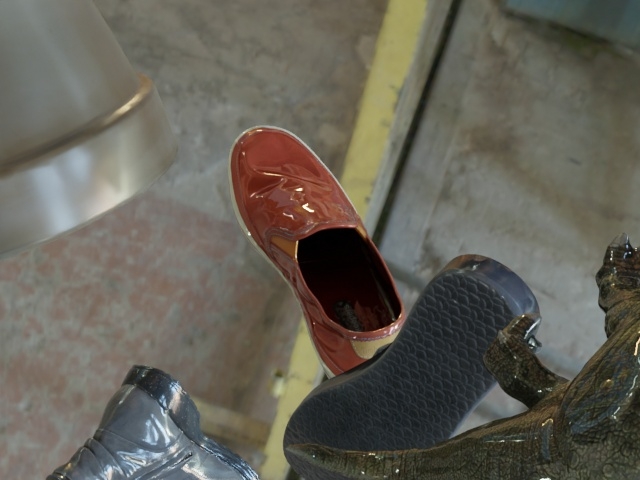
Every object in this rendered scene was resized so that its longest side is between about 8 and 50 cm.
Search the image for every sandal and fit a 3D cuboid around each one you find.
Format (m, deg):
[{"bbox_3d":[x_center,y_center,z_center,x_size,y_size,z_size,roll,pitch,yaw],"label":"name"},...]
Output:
[{"bbox_3d":[0.064,0.101,0.817,0.097,0.254,0.054,45,40,3],"label":"sandal"}]

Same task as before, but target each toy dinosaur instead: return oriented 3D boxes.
[{"bbox_3d":[0.147,0.067,0.464,0.313,0.121,0.160,4,27,-4],"label":"toy dinosaur"}]

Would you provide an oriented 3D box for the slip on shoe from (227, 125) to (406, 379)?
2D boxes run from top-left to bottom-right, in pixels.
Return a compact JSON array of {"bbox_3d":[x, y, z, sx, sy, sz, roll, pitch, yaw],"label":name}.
[{"bbox_3d":[0.000,0.000,1.229,0.123,0.101,0.331,-15,56,-17],"label":"slip on shoe"}]

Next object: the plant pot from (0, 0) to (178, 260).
[{"bbox_3d":[-0.307,-0.154,0.972,0.323,0.280,0.323,-14,20,5],"label":"plant pot"}]

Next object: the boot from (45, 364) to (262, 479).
[{"bbox_3d":[-0.213,0.346,1.618,0.118,0.338,0.223,-4,43,45],"label":"boot"}]
